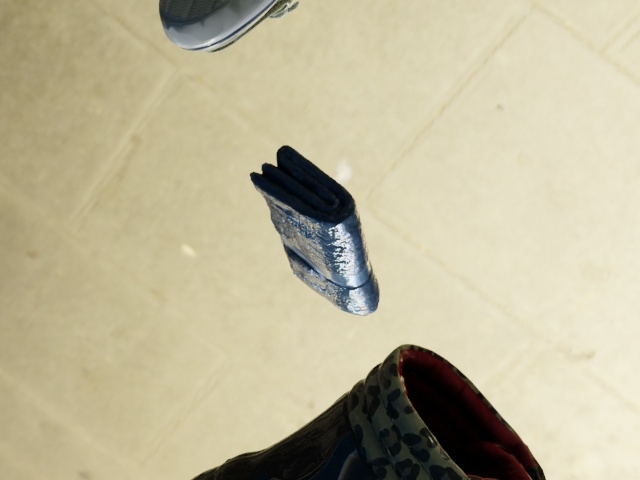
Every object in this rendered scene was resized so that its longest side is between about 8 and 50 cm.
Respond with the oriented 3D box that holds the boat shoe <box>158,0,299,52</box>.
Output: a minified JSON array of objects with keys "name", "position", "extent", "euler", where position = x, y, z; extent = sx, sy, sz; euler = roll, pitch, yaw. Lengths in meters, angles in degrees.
[{"name":"boat shoe","position":[-0.040,-0.247,1.273],"extent":[0.109,0.302,0.094],"euler":[4,133,29]}]

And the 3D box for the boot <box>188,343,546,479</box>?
[{"name":"boot","position":[0.041,0.177,0.664],"extent":[0.178,0.085,0.236],"euler":[-39,87,29]}]

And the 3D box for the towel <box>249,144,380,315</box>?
[{"name":"towel","position":[0.000,0.000,0.823],"extent":[0.067,0.029,0.119],"euler":[37,161,27]}]
